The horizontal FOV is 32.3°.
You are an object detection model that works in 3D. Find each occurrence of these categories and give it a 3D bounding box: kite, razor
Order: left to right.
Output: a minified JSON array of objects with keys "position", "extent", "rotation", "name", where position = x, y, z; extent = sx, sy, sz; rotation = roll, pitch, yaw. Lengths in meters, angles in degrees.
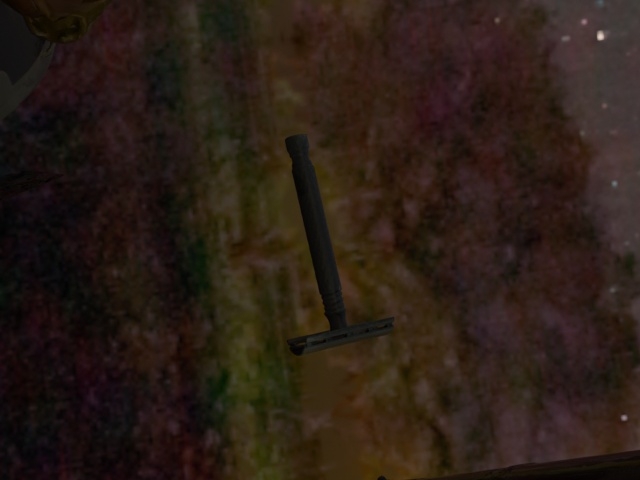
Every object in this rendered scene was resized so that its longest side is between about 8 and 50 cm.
[{"position":[-0.336,-0.051,1.136],"extent":[0.137,0.152,0.005],"rotation":[-103,179,-71],"name":"kite"},{"position":[0.000,0.000,1.190],"extent":[0.068,0.106,0.232],"rotation":[158,-79,-68],"name":"razor"}]

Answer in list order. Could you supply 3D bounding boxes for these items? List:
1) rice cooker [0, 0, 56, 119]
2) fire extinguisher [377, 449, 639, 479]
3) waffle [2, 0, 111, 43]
[{"position":[-0.462,-0.279,1.261],"extent":[0.277,0.288,0.288],"rotation":[84,-2,-58],"name":"rice cooker"},{"position":[0.142,0.131,0.461],"extent":[0.341,0.141,0.105],"rotation":[-21,-82,48],"name":"fire extinguisher"},{"position":[-0.158,-0.195,0.309],"extent":[0.302,0.325,0.068],"rotation":[-50,-164,36],"name":"waffle"}]
